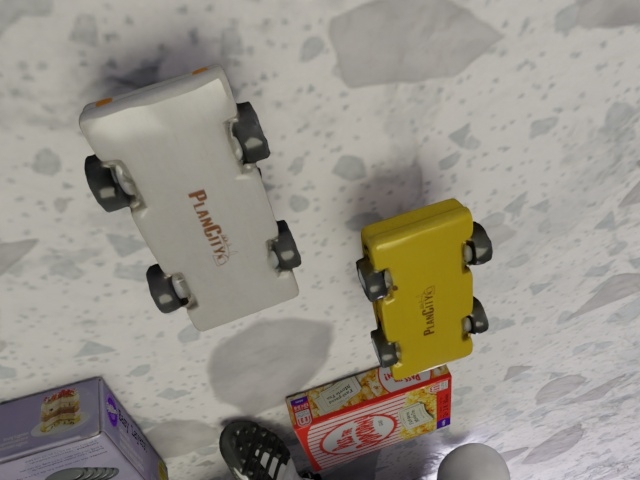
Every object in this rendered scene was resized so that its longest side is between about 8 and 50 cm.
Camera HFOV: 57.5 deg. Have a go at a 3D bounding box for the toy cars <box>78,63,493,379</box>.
[{"bbox_3d":[0.000,0.000,0.442,0.394,0.087,0.176,23,119,-35],"label":"toy cars"}]

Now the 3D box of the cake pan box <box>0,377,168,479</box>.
[{"bbox_3d":[-0.316,0.261,0.607,0.267,0.070,0.245,-16,138,-6],"label":"cake pan box"}]

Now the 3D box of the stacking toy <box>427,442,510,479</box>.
[{"bbox_3d":[0.206,0.545,1.026,0.351,0.350,0.479,7,114,-29],"label":"stacking toy"}]

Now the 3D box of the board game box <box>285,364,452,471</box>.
[{"bbox_3d":[0.066,0.216,0.734,0.194,0.045,0.146,-18,140,-3],"label":"board game box"}]

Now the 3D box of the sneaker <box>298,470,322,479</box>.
[{"bbox_3d":[-0.029,0.355,0.865,0.037,0.032,0.083,-47,140,9],"label":"sneaker"}]

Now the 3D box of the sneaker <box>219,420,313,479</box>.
[{"bbox_3d":[-0.074,0.311,0.745,0.106,0.078,0.234,-13,129,31],"label":"sneaker"}]
